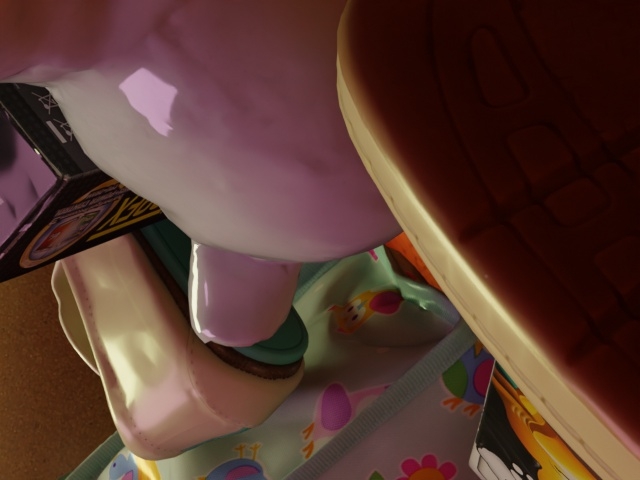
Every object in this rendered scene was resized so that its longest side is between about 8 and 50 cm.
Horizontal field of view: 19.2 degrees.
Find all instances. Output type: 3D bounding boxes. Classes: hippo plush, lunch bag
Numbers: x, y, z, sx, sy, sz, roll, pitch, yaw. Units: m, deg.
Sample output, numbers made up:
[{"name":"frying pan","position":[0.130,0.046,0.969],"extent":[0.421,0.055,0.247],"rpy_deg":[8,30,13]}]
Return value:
[{"name":"hippo plush","position":[-0.038,-0.106,0.462],"extent":[0.237,0.234,0.294],"rpy_deg":[24,-156,-34]},{"name":"lunch bag","position":[-0.001,0.162,0.768],"extent":[0.223,0.262,0.160],"rpy_deg":[48,179,-26]}]

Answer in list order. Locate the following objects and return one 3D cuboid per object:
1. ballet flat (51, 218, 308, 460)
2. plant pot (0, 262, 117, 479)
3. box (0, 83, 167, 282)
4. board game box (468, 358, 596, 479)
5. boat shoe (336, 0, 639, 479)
[{"name":"ballet flat","position":[-0.089,-0.023,0.735],"extent":[0.086,0.086,0.248],"rpy_deg":[73,171,-61]},{"name":"plant pot","position":[-0.121,0.036,0.965],"extent":[0.237,0.237,0.254],"rpy_deg":[-151,63,-63]},{"name":"box","position":[-0.126,-0.123,0.666],"extent":[0.270,0.060,0.216],"rpy_deg":[50,-152,8]},{"name":"board game box","position":[0.164,0.137,0.525],"extent":[0.305,0.053,0.193],"rpy_deg":[48,168,16]},{"name":"boat shoe","position":[0.127,0.070,0.381],"extent":[0.342,0.123,0.123],"rpy_deg":[41,149,19]}]
